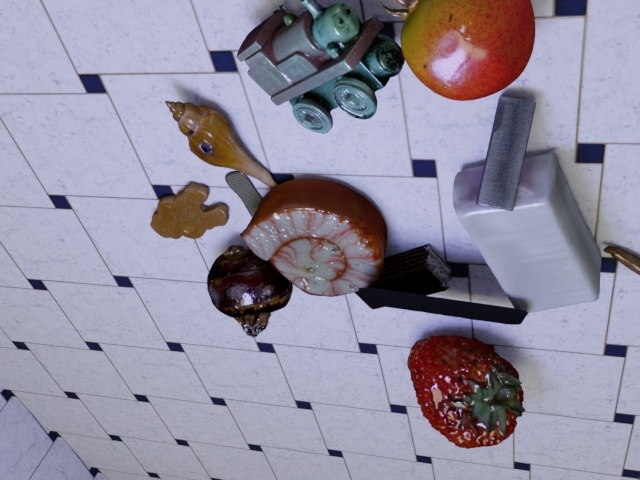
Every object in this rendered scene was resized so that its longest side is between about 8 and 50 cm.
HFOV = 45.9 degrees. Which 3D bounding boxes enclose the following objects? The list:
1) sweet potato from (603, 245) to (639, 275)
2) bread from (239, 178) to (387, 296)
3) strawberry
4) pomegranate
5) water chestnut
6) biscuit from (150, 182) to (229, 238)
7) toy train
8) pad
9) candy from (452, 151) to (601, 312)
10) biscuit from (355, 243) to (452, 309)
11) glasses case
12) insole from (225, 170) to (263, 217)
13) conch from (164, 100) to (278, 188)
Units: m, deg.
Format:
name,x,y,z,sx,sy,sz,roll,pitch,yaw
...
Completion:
name,x,y,z,sx,sy,sz,roll,pitch,yaw
sweet potato,0.711,0.057,1.630,0.214,0.050,0.050,20,141,7
bread,0.004,0.001,1.766,0.295,0.114,0.327,-21,130,32
strawberry,0.360,0.381,2.014,0.312,0.267,0.351,60,161,-8
pomegranate,0.220,-0.344,1.223,0.257,0.221,0.221,30,140,-4
water chestnut,-0.172,0.128,1.913,0.224,0.238,0.223,-7,177,0
biscuit,-0.335,-0.063,1.895,0.236,0.040,0.144,-20,121,39
toy train,0.003,-0.320,1.340,0.221,0.150,0.304,43,154,-22
pad,0.289,0.135,1.779,0.376,0.063,0.315,8,166,10
candy,0.436,-0.009,1.576,0.208,0.145,0.358,-12,133,31
biscuit,0.198,0.092,1.845,0.252,0.070,0.106,-20,128,38
glasses case,0.346,-0.161,1.408,0.071,0.204,0.047,12,-176,8
insole,-0.147,-0.077,1.830,0.086,0.005,0.253,-14,131,32
conch,-0.214,-0.197,1.645,0.109,0.093,0.330,-32,124,23
